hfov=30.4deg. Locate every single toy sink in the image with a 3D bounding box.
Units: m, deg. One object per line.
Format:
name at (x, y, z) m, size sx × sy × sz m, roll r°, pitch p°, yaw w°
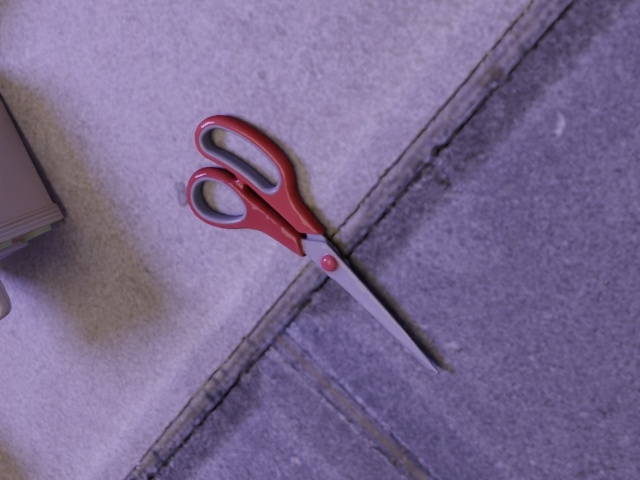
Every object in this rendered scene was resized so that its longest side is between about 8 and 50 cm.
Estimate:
toy sink at (-0.360, -0.027, 1.154) m, size 0.153 × 0.131 × 0.234 m, roll -26°, pitch 92°, yaw 34°

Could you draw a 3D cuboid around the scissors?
scissors at (0.000, 0.000, 1.035) m, size 0.297 × 0.021 × 0.109 m, roll 35°, pitch 121°, yaw 13°
